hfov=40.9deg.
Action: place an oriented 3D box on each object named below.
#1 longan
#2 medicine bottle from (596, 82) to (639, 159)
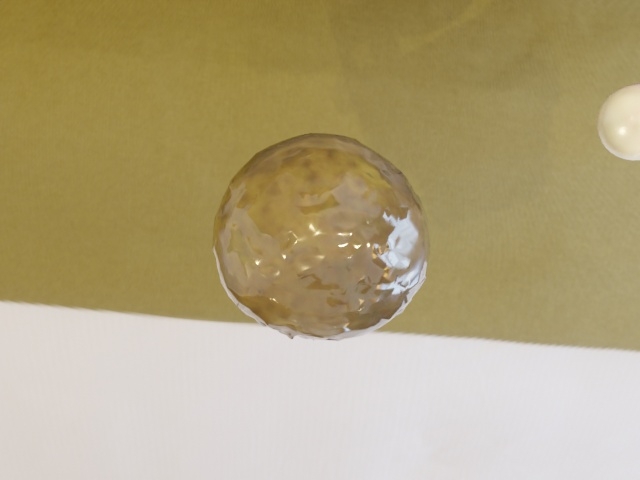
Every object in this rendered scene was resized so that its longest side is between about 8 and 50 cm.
[{"bbox_3d":[0.000,0.000,1.536,0.391,0.391,0.391,-1,129,-2],"label":"longan"},{"bbox_3d":[0.592,-0.217,1.491,0.341,0.130,0.130,-19,145,-47],"label":"medicine bottle"}]
